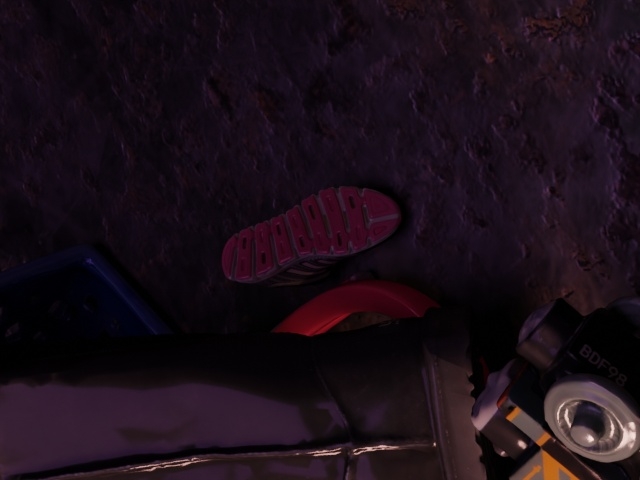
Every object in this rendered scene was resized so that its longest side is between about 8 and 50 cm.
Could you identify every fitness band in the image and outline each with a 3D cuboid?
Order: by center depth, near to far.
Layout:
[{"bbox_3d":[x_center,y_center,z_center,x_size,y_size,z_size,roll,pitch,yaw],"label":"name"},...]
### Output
[{"bbox_3d":[0.037,0.151,1.764,0.291,0.054,0.209,-40,79,42],"label":"fitness band"}]

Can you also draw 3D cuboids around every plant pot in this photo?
[{"bbox_3d":[-0.271,0.177,1.923,0.236,0.236,0.212,47,135,21],"label":"plant pot"}]

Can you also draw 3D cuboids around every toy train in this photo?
[{"bbox_3d":[0.264,0.185,1.469,0.334,0.142,0.190,38,138,2],"label":"toy train"}]

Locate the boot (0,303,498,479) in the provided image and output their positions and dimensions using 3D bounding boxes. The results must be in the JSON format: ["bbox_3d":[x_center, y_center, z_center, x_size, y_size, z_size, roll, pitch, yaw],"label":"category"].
[{"bbox_3d":[-0.071,0.252,1.646,0.445,0.146,0.367,-7,93,9],"label":"boot"}]

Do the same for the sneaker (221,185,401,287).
[{"bbox_3d":[0.000,0.000,1.743,0.170,0.075,0.063,-21,71,21],"label":"sneaker"}]
